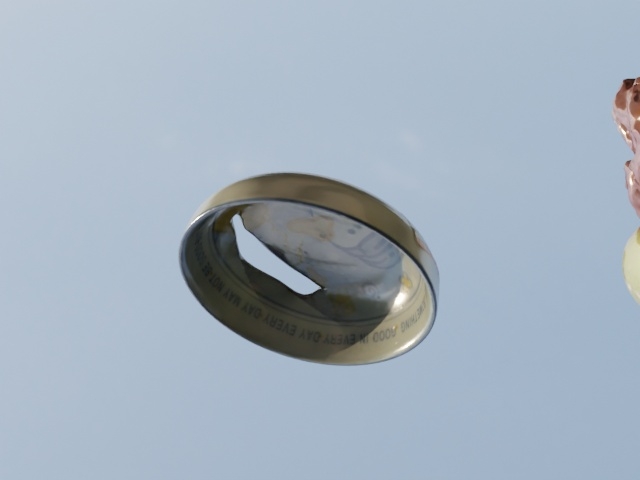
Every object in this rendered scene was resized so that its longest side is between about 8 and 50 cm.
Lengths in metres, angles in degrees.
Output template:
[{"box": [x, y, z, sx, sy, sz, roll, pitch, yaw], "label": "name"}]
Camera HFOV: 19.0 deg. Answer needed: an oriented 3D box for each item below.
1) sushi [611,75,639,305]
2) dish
[{"box": [0.272, -0.022, 1.082, 0.236, 0.270, 0.171, -42, -139, -15], "label": "sushi"}, {"box": [0.000, 0.000, 1.993, 0.273, 0.273, 0.133, 9, -129, 11], "label": "dish"}]
